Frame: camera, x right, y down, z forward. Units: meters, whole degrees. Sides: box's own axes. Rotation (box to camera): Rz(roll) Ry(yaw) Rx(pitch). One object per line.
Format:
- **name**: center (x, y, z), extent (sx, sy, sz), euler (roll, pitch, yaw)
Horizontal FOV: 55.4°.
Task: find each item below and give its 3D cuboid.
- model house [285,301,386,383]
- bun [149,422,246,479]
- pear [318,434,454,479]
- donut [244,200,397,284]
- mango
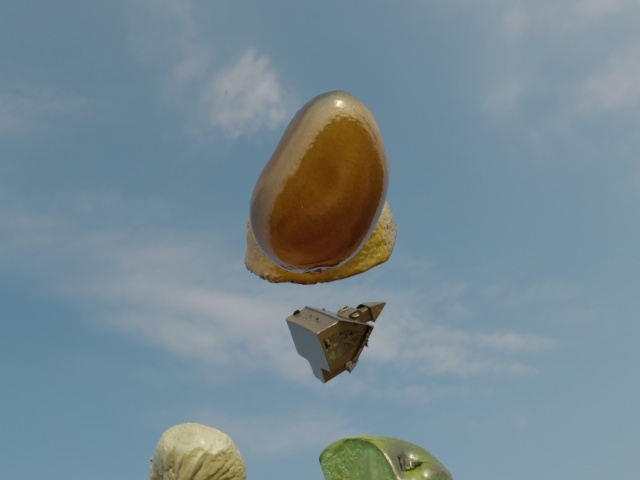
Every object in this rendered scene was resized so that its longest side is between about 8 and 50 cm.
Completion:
- **model house**: center (0.075, 0.227, 1.528), extent (0.248, 0.181, 0.176), euler (-25, -73, -25)
- **bun**: center (-0.272, 0.509, 1.309), extent (0.220, 0.134, 0.220), euler (5, -68, 12)
- **pear**: center (0.154, 0.496, 1.194), extent (0.176, 0.286, 0.282), euler (4, -40, -31)
- **donut**: center (0.005, 0.001, 0.941), extent (0.259, 0.152, 0.101), euler (-8, -65, -4)
- **mango**: center (0.006, -0.064, 0.723), extent (0.152, 0.120, 0.221), euler (29, -88, 5)
